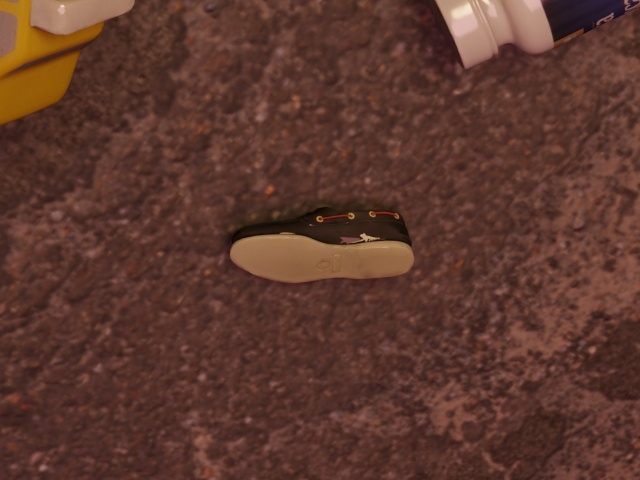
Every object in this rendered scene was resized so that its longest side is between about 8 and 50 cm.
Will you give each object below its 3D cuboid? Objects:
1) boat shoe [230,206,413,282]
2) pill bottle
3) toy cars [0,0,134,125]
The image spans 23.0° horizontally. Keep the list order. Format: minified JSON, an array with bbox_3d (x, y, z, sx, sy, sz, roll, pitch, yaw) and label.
[{"bbox_3d":[0.000,0.001,1.123,0.133,0.042,0.049,0,142,-13],"label":"boat shoe"},{"bbox_3d":[0.154,-0.177,1.014,0.169,0.094,0.094,-26,123,4],"label":"pill bottle"},{"bbox_3d":[-0.098,-0.226,0.845,0.394,0.087,0.176,-61,157,-8],"label":"toy cars"}]
